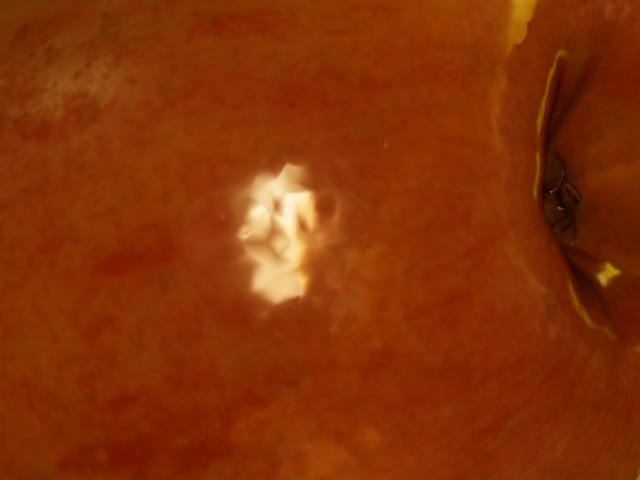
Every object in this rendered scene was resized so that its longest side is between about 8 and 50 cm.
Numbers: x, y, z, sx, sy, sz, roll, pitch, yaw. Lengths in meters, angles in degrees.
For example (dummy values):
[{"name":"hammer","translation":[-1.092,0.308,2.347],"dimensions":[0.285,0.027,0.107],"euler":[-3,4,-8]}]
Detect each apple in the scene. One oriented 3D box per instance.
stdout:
[{"name":"apple","translation":[0.000,0.000,0.564],"dimensions":[0.299,0.275,0.299],"euler":[30,-127,-49]}]
